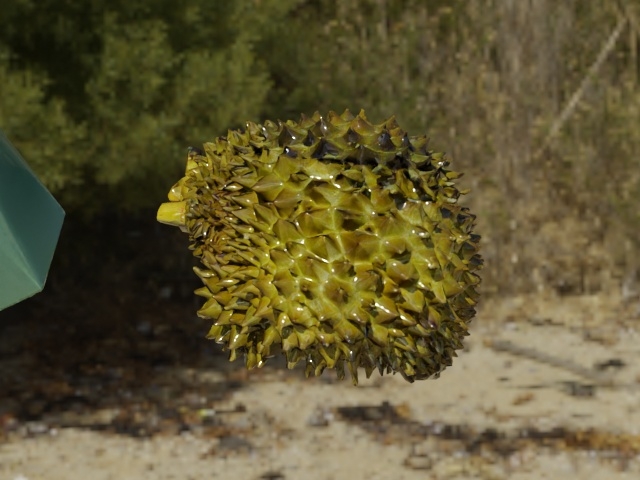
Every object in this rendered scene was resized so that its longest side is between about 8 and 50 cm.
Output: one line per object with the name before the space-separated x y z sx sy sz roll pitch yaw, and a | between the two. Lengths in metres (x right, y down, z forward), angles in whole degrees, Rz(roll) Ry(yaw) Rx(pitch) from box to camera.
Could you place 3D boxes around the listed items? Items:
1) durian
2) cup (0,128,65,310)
durian | 0.010 -0.002 1.141 0.258 0.258 0.293 0 15 -38
cup | -0.283 -0.063 0.918 0.134 0.148 0.235 -5 -42 11
